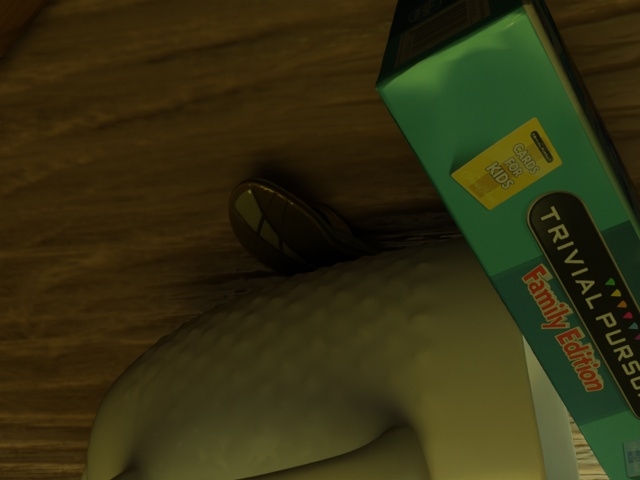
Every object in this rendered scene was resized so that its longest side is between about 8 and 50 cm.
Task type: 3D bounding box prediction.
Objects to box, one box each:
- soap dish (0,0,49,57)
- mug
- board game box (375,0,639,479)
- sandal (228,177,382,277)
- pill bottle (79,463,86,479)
[{"bbox_3d":[-0.345,-0.192,0.575,0.291,0.118,0.229,-37,108,25],"label":"soap dish"},{"bbox_3d":[-0.006,0.154,0.554,0.328,0.374,0.276,-12,83,18],"label":"mug"},{"bbox_3d":[0.161,-0.017,0.507,0.079,0.254,0.336,-26,113,22],"label":"board game box"},{"bbox_3d":[0.000,0.000,0.671,0.180,0.049,0.072,28,129,-24],"label":"sandal"},{"bbox_3d":[-0.094,0.273,0.783,0.272,0.152,0.152,17,122,-1],"label":"pill bottle"}]
